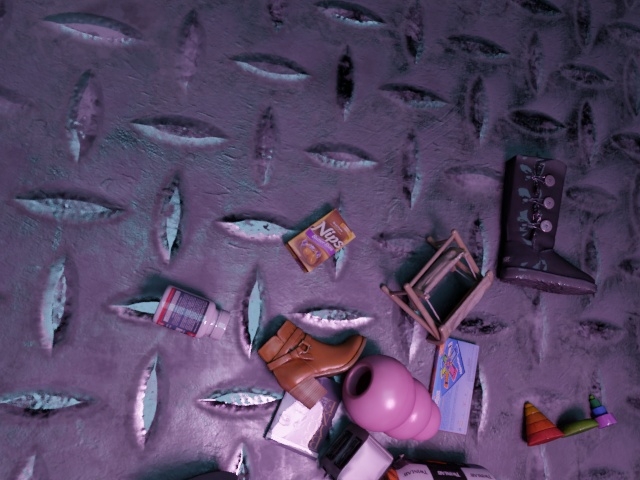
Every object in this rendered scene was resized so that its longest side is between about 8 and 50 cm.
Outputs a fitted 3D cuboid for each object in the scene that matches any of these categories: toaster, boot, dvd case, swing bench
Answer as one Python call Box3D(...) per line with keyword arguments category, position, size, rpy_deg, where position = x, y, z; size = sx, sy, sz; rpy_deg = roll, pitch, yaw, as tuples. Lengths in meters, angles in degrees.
Box3D(category="toaster", position=(0.102, 0.605, 1.267), size=(0.186, 0.168, 0.110), rpy_deg=(-45, 96, -17))
Box3D(category="boot", position=(0.802, -0.053, 1.606), size=(0.367, 0.146, 0.444), rpy_deg=(13, 74, -17))
Box3D(category="boot", position=(-0.021, 0.308, 1.318), size=(0.220, 0.109, 0.283), rpy_deg=(45, 63, 10))
Box3D(category="dvd case", position=(-0.040, 0.489, 1.318), size=(0.165, 0.018, 0.221), rpy_deg=(29, 75, -12))
Box3D(category="swing bench", position=(0.377, 0.148, 1.421), size=(0.254, 0.165, 0.253), rpy_deg=(47, 72, -7))

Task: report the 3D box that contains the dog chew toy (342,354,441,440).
Box3D(category="dog chew toy", position=(0.219, 0.464, 1.311), size=(0.332, 0.207, 0.206), rpy_deg=(38, 73, -26))

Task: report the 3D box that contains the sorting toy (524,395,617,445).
Box3D(category="sorting toy", position=(0.821, 0.587, 1.550), size=(0.366, 0.127, 0.126), rpy_deg=(-3, 54, -21))

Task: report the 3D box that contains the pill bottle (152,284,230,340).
Box3D(category="pill bottle", position=(-0.337, 0.196, 1.218), size=(0.180, 0.108, 0.107), rpy_deg=(24, 76, -13))

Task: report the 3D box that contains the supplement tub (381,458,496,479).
Box3D(category="supplement tub", position=(0.317, 0.731, 1.296), size=(0.338, 0.207, 0.206), rpy_deg=(12, 79, -16))

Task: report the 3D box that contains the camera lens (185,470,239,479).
Box3D(category="camera lens", position=(-0.266, 0.735, 1.106), size=(0.220, 0.219, 0.274), rpy_deg=(-11, 86, -19))

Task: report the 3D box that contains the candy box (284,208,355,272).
Box3D(category="candy box", position=(0.000, 0.000, 1.382), size=(0.187, 0.053, 0.109), rpy_deg=(-37, 93, -20))

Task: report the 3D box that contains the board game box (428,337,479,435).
Box3D(category="board game box", position=(0.416, 0.457, 1.461), size=(0.145, 0.027, 0.281), rpy_deg=(17, 78, -16))
